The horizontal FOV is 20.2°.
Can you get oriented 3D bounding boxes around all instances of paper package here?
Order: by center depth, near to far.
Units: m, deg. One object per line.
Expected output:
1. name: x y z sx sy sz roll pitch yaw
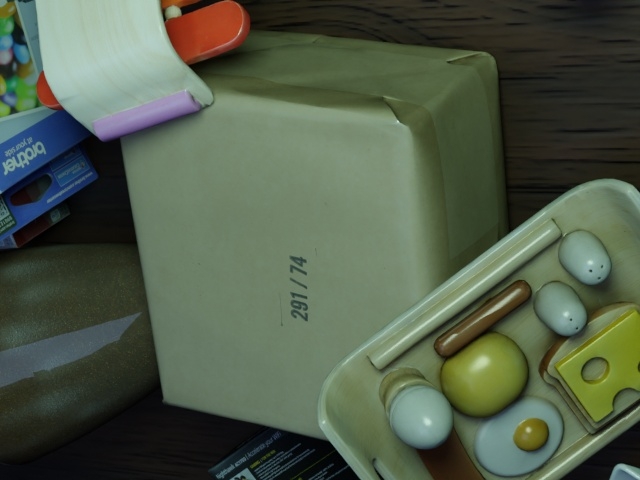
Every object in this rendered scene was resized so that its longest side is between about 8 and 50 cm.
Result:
1. paper package: 0.000 0.000 1.564 0.309 0.168 0.325 9 119 30

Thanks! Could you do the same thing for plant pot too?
1. plant pot: -0.226 0.087 1.755 0.230 0.215 0.215 -19 102 25

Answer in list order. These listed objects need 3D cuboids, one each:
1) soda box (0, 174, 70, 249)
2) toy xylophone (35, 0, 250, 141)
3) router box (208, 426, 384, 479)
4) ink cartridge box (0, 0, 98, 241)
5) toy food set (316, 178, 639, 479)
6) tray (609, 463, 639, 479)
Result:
1. soda box: -0.344 -0.124 1.776 0.083 0.092 0.263 -5 110 37
2. toy xylophone: -0.145 -0.249 1.480 0.236 0.081 0.323 -9 72 27
3. router box: -0.011 0.234 1.770 0.133 0.046 0.179 52 130 0
4. ink cartridge box: -0.299 -0.168 1.663 0.065 0.186 0.311 -8 109 34
5. toy food set: 0.174 0.122 1.436 0.306 0.092 0.220 -36 116 3
6. tray: 0.361 0.285 1.536 0.270 0.030 0.145 32 152 16
